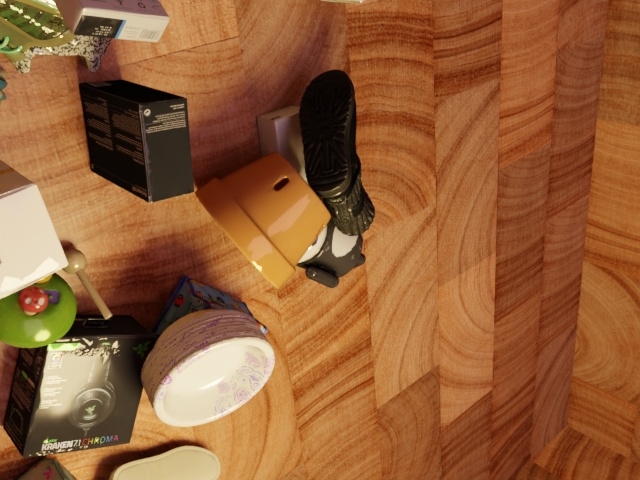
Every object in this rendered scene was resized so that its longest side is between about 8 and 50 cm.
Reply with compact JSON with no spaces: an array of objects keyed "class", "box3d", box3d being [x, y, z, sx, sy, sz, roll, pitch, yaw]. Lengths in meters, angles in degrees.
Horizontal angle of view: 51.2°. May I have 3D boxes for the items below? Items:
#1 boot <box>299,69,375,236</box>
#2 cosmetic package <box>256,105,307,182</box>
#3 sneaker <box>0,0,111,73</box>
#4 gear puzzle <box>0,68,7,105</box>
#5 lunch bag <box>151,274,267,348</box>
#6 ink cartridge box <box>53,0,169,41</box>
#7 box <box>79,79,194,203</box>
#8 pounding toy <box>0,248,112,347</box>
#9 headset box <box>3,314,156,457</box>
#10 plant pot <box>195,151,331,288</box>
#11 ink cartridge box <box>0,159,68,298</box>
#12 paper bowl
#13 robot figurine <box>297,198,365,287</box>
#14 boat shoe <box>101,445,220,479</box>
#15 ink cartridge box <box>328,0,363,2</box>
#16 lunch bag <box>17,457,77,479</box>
[{"class":"boot","box3d":[0.047,-0.207,1.625,0.260,0.131,0.348,47,44,-61]},{"class":"cosmetic package","box3d":[-0.078,-0.210,1.671,0.117,0.085,0.231,-25,121,-34]},{"class":"sneaker","box3d":[-0.532,-0.373,1.148,0.410,0.158,0.182,0,122,-39]},{"class":"gear puzzle","box3d":[-0.696,-0.253,1.101,0.338,0.044,0.176,10,101,-45]},{"class":"lunch bag","box3d":[-0.315,0.265,1.642,0.293,0.138,0.221,-53,137,4]},{"class":"ink cartridge box","box3d":[-0.404,-0.481,1.139,0.165,0.333,0.065,-11,155,-46]},{"class":"box","box3d":[-0.356,-0.198,1.287,0.103,0.261,0.184,-16,118,-38]},{"class":"pounding toy","box3d":[-0.530,0.093,1.291,0.236,0.183,0.110,-20,158,-45]},{"class":"headset box","box3d":[-0.514,0.294,1.442,0.246,0.131,0.283,8,101,-45]},{"class":"plant pot","box3d":[-0.114,-0.063,1.521,0.203,0.291,0.291,-40,132,-3]},{"class":"ink cartridge box","box3d":[-0.585,-0.024,1.168,0.168,0.232,0.171,-31,126,-30]},{"class":"paper bowl","box3d":[-0.256,0.266,1.480,0.284,0.148,0.284,-23,142,-19]},{"class":"robot figurine","box3d":[0.002,0.001,1.766,0.278,0.209,0.174,24,102,-44]},{"class":"boat shoe","box3d":[-0.404,0.599,1.700,0.324,0.096,0.117,6,63,-48]},{"class":"ink cartridge box","box3d":[0.117,-0.777,1.556,0.385,0.160,0.279,-46,132,-19]},{"class":"lunch bag","box3d":[-0.588,0.608,1.399,0.224,0.279,0.108,-41,126,-20]}]
